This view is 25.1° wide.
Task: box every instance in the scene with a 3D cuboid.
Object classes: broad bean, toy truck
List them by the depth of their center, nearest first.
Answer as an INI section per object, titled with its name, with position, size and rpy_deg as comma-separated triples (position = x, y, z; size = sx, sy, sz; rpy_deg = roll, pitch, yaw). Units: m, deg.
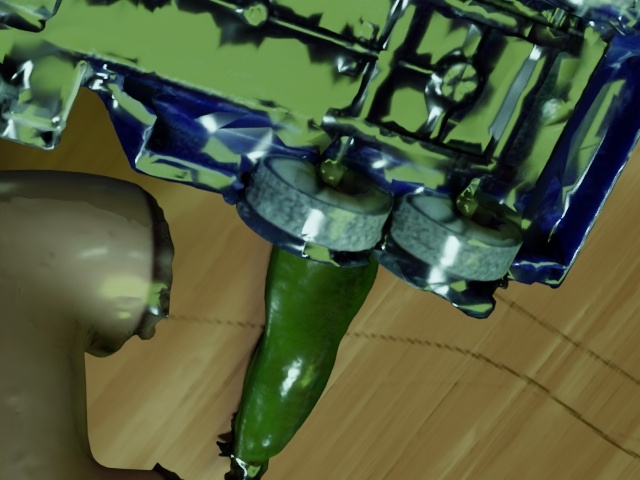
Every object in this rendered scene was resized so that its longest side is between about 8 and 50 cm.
[toy truck]
position = -0.030, -0.084, 0.459
size = 0.268, 0.155, 0.124
rpy_deg = 16, 111, -26
[broad bean]
position = 0.001, 0.000, 0.648
size = 0.060, 0.043, 0.297
rpy_deg = -8, 127, -28

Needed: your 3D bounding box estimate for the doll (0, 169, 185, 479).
[doll]
position = -0.183, 0.080, 0.398
size = 0.268, 0.216, 0.284
rpy_deg = 8, 147, -28
